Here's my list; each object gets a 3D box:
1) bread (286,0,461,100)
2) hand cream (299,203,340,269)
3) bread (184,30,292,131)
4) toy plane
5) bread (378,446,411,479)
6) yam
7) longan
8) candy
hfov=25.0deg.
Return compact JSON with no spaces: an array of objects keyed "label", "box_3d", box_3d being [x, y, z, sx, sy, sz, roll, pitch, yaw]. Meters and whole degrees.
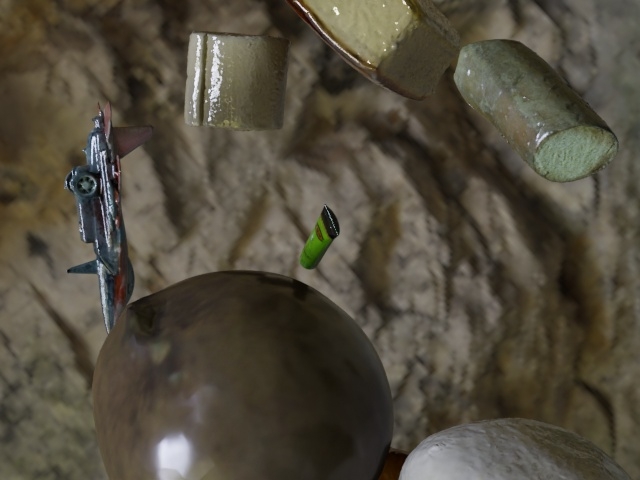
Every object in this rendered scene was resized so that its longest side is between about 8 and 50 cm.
[{"label":"bread","box_3d":[0.047,-0.365,2.132,0.143,0.323,0.333,-45,-13,11]},{"label":"hand cream","box_3d":[0.000,0.000,1.513,0.023,0.036,0.122,-15,-17,-19]},{"label":"bread","box_3d":[-0.122,-0.235,2.112,0.134,0.148,0.141,-58,-26,-77]},{"label":"toy plane","box_3d":[-0.294,-0.025,1.955,0.104,0.326,0.223,5,3,-16]},{"label":"bread","box_3d":[0.083,0.398,1.607,0.149,0.195,0.344,34,-111,-63]},{"label":"yam","box_3d":[0.168,-0.104,1.135,0.070,0.146,0.069,-19,-43,-19]},{"label":"longan","box_3d":[-0.080,0.176,1.460,0.319,0.319,0.319,-40,-9,-8]},{"label":"candy","box_3d":[0.192,0.254,1.225,0.185,0.295,0.295,-49,-7,-12]}]
